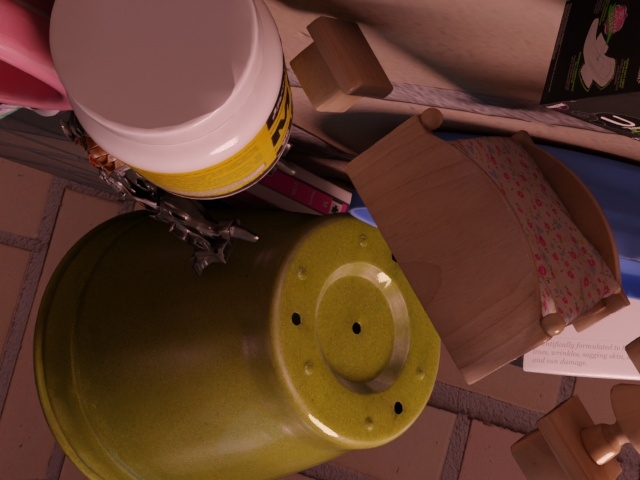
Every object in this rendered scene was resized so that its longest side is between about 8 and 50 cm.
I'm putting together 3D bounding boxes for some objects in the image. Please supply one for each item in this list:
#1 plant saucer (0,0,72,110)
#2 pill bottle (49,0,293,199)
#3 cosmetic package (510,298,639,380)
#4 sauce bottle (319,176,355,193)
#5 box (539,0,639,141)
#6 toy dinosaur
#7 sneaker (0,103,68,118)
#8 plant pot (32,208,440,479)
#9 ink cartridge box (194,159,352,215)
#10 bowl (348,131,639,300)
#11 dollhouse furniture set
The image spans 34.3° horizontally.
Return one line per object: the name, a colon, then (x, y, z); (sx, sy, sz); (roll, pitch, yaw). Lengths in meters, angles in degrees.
plant saucer: (-0.290, -0.165, 0.614); (0.332, 0.084, 0.332); (16, 177, 1)
pill bottle: (-0.077, -0.091, 0.586); (0.119, 0.119, 0.208); (15, 177, 1)
cosmetic package: (0.381, 0.114, 1.466); (0.217, 0.156, 0.385); (3, 176, 10)
sauce bottle: (0.054, -0.051, 1.380); (0.128, 0.042, 0.042); (14, 177, -9)
box: (0.145, -0.075, 0.438); (0.062, 0.052, 0.083); (16, 178, -20)
toy dinosaur: (-0.153, -0.083, 0.961); (0.218, 0.164, 0.322); (34, -169, -23)
sneaker: (-0.278, -0.162, 0.888); (0.224, 0.083, 0.098); (5, 149, 49)
plant pot: (-0.071, 0.115, 1.150); (0.366, 0.366, 0.353); (17, 160, -38)
ink cartridge box: (-0.060, -0.052, 1.271); (0.371, 0.069, 0.176); (22, 168, -36)
bowl: (0.222, -0.013, 0.941); (0.391, 0.077, 0.391); (14, 177, 1)
dollhouse furniture set: (0.198, -0.011, 0.629); (0.174, 0.355, 0.303); (-35, 167, 29)
